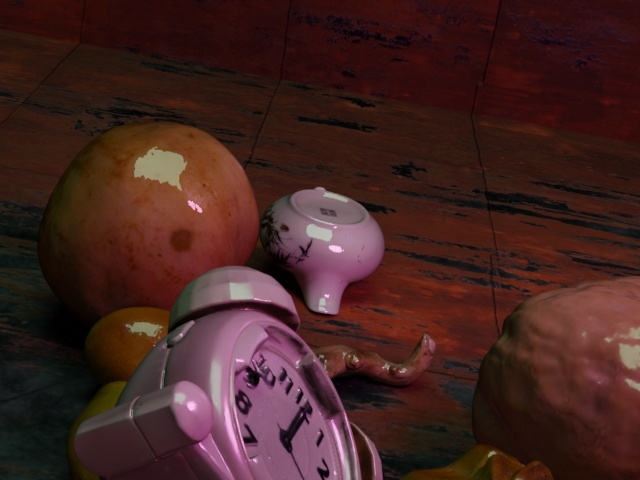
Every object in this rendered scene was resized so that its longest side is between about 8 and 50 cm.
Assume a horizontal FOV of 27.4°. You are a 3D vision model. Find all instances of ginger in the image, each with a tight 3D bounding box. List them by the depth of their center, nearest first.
[{"bbox_3d":[0.034,0.176,1.857,0.288,0.075,0.089,-2,2,-16],"label":"ginger"}]

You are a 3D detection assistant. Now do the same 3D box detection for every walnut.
[{"bbox_3d":[0.375,0.212,1.595,0.381,0.381,0.381,8,22,-4],"label":"walnut"}]

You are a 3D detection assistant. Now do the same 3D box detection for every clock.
[{"bbox_3d":[-0.076,0.221,1.390,0.184,0.342,0.326,-16,18,27],"label":"clock"}]

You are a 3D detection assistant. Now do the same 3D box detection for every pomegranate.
[{"bbox_3d":[-0.230,0.002,1.867,0.338,0.338,0.338,8,22,-4],"label":"pomegranate"}]

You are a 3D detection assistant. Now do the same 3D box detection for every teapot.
[{"bbox_3d":[0.000,0.000,2.187,0.208,0.166,0.300,-1,17,-7],"label":"teapot"}]

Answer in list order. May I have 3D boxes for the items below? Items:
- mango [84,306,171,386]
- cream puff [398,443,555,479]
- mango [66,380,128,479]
[{"bbox_3d":[-0.199,0.163,1.726,0.227,0.136,0.099,16,-21,-9],"label":"mango"},{"bbox_3d":[0.207,0.338,1.283,0.378,0.276,0.378,10,20,-4],"label":"cream puff"},{"bbox_3d":[-0.210,0.246,1.540,0.176,0.119,0.317,4,16,-17],"label":"mango"}]
